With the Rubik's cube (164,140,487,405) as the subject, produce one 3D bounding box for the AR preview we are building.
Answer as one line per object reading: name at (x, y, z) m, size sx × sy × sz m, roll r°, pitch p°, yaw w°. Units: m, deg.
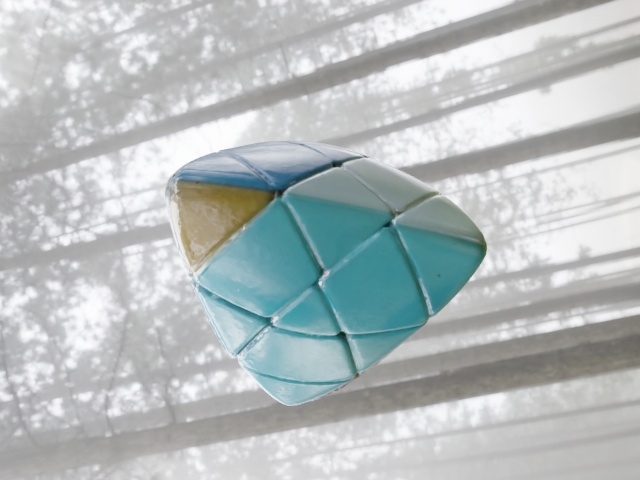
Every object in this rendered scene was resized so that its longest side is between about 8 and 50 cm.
Rubik's cube at (0.000, 0.000, 0.670) m, size 0.254 × 0.254 × 0.254 m, roll -14°, pitch -90°, yaw -72°
